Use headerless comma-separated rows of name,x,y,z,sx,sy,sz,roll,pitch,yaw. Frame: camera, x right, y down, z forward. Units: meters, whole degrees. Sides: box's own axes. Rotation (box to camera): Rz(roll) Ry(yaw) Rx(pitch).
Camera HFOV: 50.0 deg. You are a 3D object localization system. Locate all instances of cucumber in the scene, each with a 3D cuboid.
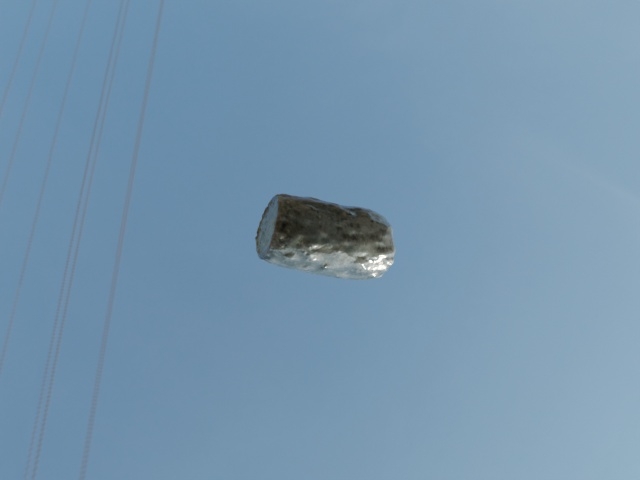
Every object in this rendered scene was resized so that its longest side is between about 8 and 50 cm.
cucumber,0.002,0.000,0.544,0.112,0.064,0.064,7,-125,-33
